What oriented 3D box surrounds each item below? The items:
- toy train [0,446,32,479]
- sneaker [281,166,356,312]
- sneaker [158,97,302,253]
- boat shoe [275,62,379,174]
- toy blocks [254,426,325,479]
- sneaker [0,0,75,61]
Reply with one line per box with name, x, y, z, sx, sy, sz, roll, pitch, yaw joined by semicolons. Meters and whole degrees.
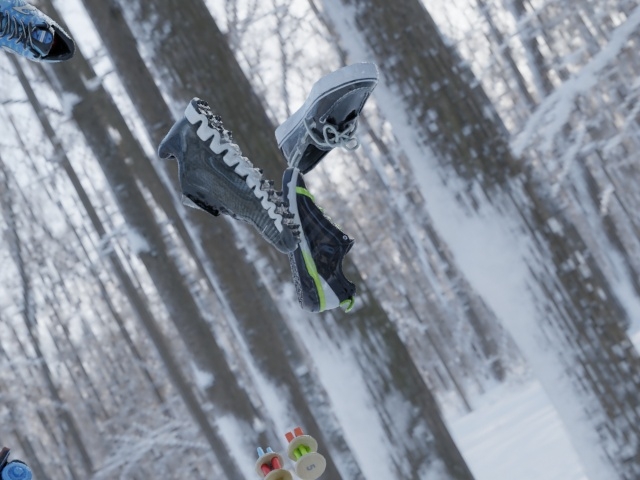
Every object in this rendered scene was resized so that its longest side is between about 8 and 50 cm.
toy train;-0.459;0.352;1.447;0.184;0.105;0.080;-72;6;-56
sneaker;0.000;0.000;1.594;0.097;0.235;0.084;-9;-20;-9
sneaker;-0.121;-0.063;1.382;0.106;0.234;0.078;-40;-7;10
boat shoe;0.015;-0.204;1.899;0.113;0.105;0.306;-5;-19;-36
toy blocks;-0.057;0.366;1.818;0.123;0.054;0.148;-56;29;9
sneaker;-0.293;-0.211;1.053;0.063;0.073;0.162;-68;-20;6
